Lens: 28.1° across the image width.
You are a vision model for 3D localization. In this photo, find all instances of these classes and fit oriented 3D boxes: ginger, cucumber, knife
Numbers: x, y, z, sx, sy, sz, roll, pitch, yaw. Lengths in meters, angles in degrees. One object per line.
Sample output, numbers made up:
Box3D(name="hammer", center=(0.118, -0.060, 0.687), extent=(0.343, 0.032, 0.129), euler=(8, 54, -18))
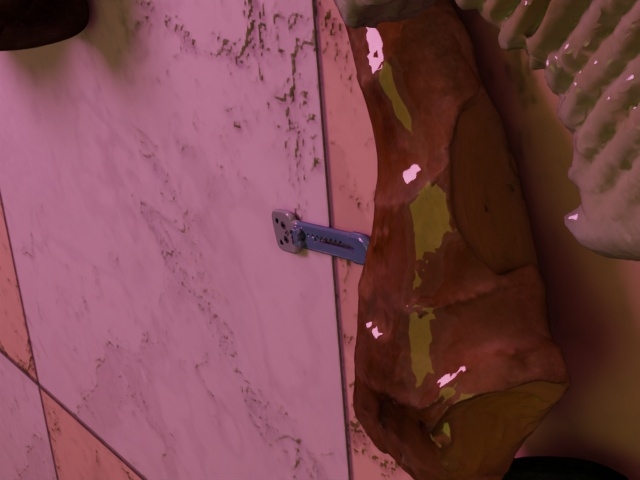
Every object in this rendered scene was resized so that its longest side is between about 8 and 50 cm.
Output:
Box3D(name="ginger", center=(0.041, -0.026, 0.583), extent=(0.131, 0.086, 0.295), euler=(165, 92, -68))
Box3D(name="cucumber", center=(0.107, 0.123, 0.595), extent=(0.105, 0.048, 0.048), euler=(-22, 90, 58))
Box3D(name="knife", center=(0.000, 0.000, 0.719), extent=(0.096, 0.010, 0.027), euler=(13, 120, 53))

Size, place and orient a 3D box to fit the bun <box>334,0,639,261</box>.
Box3D(name="bun", center=(0.099, -0.100, 0.395), extent=(0.204, 0.126, 0.212), euler=(-17, 101, 58))

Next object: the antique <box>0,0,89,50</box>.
Box3D(name="antique", center=(-0.264, -0.190, 0.884), extent=(0.257, 0.143, 0.121), euler=(14, 118, 51))
